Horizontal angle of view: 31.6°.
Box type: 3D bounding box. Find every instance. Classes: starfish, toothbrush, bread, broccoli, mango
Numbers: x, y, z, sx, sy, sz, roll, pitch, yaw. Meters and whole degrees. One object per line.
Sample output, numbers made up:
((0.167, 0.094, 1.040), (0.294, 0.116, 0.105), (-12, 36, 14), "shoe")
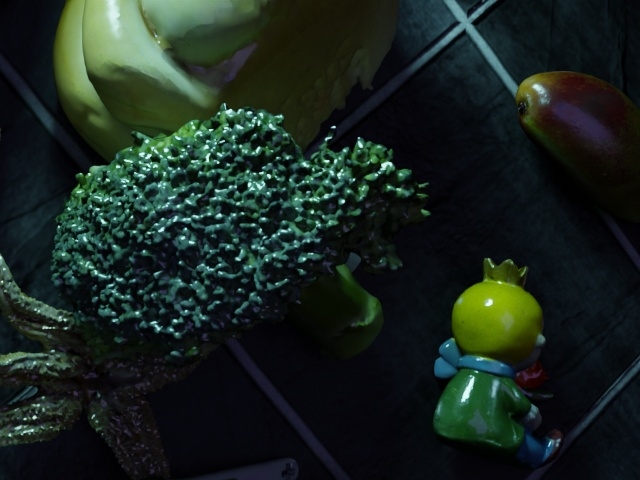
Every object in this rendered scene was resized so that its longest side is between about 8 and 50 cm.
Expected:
((-0.272, 0.161, 1.187), (0.293, 0.084, 0.301), (18, 79, -31), "starfish")
((-0.169, 0.265, 1.171), (0.418, 0.040, 0.042), (1, 90, -45), "toothbrush")
((-0.079, -0.243, 1.215), (0.424, 0.245, 0.329), (-43, 102, -22), "bread")
((-0.100, 0.030, 1.164), (0.353, 0.397, 0.274), (21, 80, 4), "broccoli")
((0.361, -0.124, 1.450), (0.267, 0.111, 0.133), (40, 62, -19), "mango")

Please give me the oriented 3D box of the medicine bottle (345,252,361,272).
((0.000, 0.000, 1.317), (0.091, 0.058, 0.058), (24, 78, -28), "medicine bottle")

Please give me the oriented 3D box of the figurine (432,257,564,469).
((0.231, 0.149, 1.379), (0.185, 0.127, 0.234), (22, 69, -23), "figurine")
